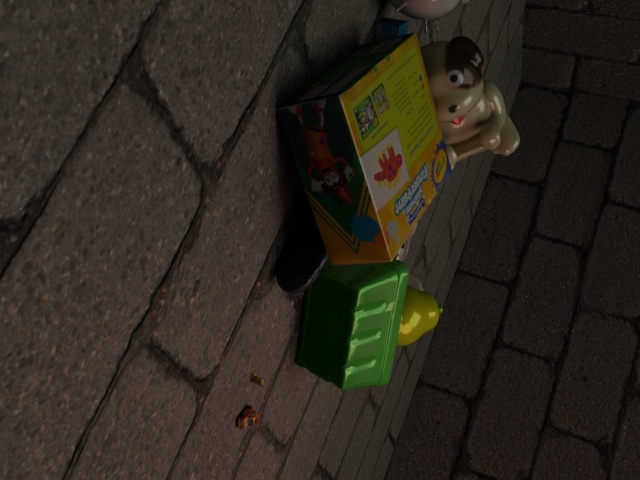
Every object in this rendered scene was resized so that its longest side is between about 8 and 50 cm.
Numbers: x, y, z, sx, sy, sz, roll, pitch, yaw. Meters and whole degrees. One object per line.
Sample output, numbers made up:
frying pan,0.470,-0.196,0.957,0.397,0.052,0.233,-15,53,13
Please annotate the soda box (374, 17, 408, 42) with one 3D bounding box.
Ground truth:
soda box,0.179,-0.468,1.843,0.071,0.067,0.210,-47,147,-52

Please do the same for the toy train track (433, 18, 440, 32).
toy train track,0.382,-0.707,2.284,0.083,0.014,0.048,69,41,-59

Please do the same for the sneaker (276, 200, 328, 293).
sneaker,0.000,0.000,1.650,0.319,0.112,0.131,-65,155,-22

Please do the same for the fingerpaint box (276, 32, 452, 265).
fingerpaint box,0.120,-0.215,1.586,0.445,0.163,0.371,-50,127,-49

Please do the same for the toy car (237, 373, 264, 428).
toy car,-0.157,0.375,1.611,0.060,0.040,0.122,-24,127,-65

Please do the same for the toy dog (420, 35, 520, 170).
toy dog,0.357,-0.387,1.875,0.408,0.284,0.396,20,62,-69

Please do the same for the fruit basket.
fruit basket,0.138,0.195,1.900,0.392,0.282,0.393,-30,131,-42

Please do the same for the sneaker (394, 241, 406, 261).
sneaker,0.205,0.070,2.244,0.297,0.111,0.131,-69,168,-46

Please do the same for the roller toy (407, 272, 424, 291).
roller toy,0.250,0.205,2.337,0.209,0.191,0.146,-34,146,-18

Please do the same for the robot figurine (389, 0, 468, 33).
robot figurine,0.274,-0.701,1.732,0.299,0.199,0.354,19,86,-30

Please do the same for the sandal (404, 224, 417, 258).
sandal,0.274,-0.045,2.377,0.265,0.101,0.076,98,19,-44
